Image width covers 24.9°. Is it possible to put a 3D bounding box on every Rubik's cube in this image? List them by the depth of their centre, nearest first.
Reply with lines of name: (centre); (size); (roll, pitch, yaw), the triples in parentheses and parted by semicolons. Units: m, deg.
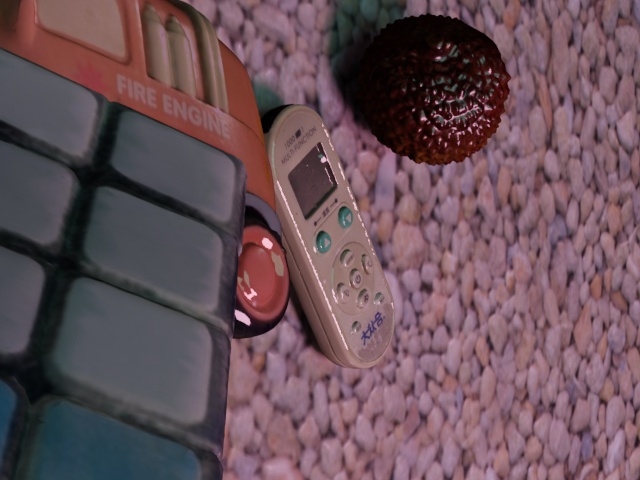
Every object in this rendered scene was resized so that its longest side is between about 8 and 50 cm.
Rubik's cube: (-0.193, 0.075, 0.521); (0.256, 0.253, 0.259); (23, 32, -17)

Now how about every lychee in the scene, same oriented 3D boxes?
lychee: (0.091, -0.114, 1.142); (0.123, 0.123, 0.129); (-58, 141, -35)

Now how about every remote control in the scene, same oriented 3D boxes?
remote control: (0.000, 0.000, 1.083); (0.078, 0.042, 0.221); (-48, 125, -40)

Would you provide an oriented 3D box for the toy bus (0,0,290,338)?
toy bus: (-0.146, -0.055, 0.776); (0.288, 0.194, 0.232); (22, 64, -50)
